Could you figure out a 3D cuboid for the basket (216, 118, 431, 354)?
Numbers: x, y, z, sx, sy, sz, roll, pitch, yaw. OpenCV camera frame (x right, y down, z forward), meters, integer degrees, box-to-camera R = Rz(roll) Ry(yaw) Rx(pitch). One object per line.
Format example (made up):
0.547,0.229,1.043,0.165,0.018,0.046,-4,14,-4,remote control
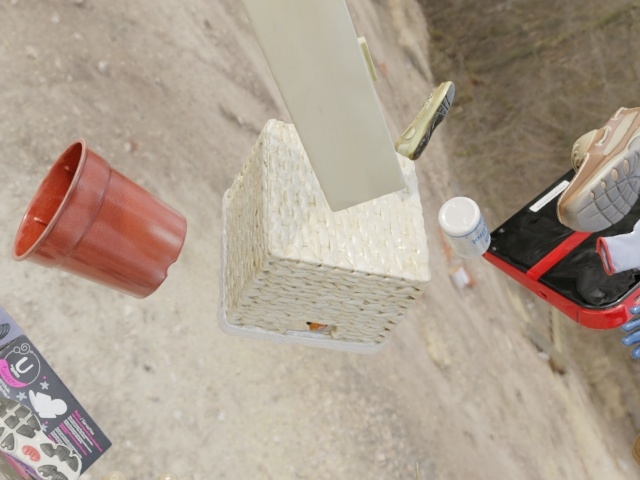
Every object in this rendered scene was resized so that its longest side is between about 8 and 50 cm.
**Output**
0.000,0.000,1.590,0.328,0.266,0.331,10,53,-18,basket

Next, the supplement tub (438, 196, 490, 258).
0.243,-0.021,1.443,0.107,0.071,0.071,48,25,-57,supplement tub

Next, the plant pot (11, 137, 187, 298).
-0.433,-0.024,1.735,0.265,0.272,0.272,30,35,-28,plant pot

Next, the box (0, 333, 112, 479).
-0.504,0.305,1.466,0.142,0.163,0.247,-42,102,-36,box

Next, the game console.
0.556,-0.016,1.683,0.342,0.386,0.060,37,-22,48,game console

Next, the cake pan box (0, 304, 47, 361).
-0.648,0.246,1.547,0.267,0.070,0.246,-51,150,-22,cake pan box

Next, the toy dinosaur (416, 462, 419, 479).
0.179,0.417,1.345,0.183,0.053,0.093,42,26,-46,toy dinosaur

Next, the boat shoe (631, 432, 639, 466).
0.692,0.333,1.522,0.089,0.285,0.105,48,14,-31,boat shoe

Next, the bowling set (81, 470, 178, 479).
-0.426,0.561,1.724,0.200,0.286,0.154,116,-24,-55,bowling set

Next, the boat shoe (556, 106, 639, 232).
0.482,-0.125,1.446,0.324,0.116,0.123,-38,131,-31,boat shoe

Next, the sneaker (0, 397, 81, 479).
-0.409,0.290,1.187,0.170,0.071,0.068,42,47,6,sneaker

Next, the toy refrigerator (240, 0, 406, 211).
0.007,-0.165,0.838,0.102,0.094,0.270,-102,170,-47,toy refrigerator

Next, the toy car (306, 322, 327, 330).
0.002,0.183,1.744,0.122,0.040,0.060,49,35,-72,toy car

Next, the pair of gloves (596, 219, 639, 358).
0.428,0.054,1.056,0.023,0.159,0.198,-167,-119,-81,pair of gloves

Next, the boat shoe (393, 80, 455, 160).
0.182,-0.214,1.499,0.048,0.153,0.056,31,5,24,boat shoe
